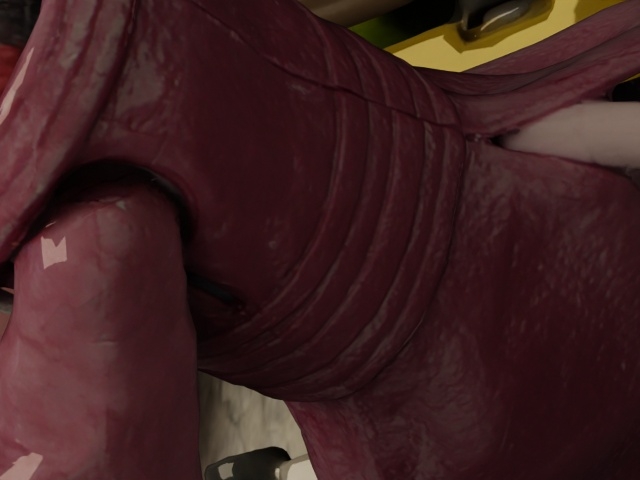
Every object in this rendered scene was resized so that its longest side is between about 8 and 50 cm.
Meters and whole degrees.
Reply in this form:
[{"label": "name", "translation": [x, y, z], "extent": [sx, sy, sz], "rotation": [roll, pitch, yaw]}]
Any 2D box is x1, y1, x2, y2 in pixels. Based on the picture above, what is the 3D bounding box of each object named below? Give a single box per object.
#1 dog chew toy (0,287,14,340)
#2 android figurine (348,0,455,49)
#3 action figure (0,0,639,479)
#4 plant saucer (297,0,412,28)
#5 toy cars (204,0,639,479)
[{"label": "dog chew toy", "translation": [-0.197, 0.154, 0.974], "extent": [0.206, 0.206, 0.332], "rotation": [37, 121, 58]}, {"label": "android figurine", "translation": [-0.034, -0.059, 0.902], "extent": [0.273, 0.056, 0.248], "rotation": [-6, 75, 57]}, {"label": "action figure", "translation": [0.000, 0.000, 0.472], "extent": [0.275, 0.370, 0.248], "rotation": [-28, 58, 36]}, {"label": "plant saucer", "translation": [0.003, -0.192, 0.748], "extent": [0.278, 0.041, 0.278], "rotation": [-17, 47, 19]}, {"label": "toy cars", "translation": [0.003, 0.056, 0.726], "extent": [0.176, 0.087, 0.394], "rotation": [33, 101, 23]}]
